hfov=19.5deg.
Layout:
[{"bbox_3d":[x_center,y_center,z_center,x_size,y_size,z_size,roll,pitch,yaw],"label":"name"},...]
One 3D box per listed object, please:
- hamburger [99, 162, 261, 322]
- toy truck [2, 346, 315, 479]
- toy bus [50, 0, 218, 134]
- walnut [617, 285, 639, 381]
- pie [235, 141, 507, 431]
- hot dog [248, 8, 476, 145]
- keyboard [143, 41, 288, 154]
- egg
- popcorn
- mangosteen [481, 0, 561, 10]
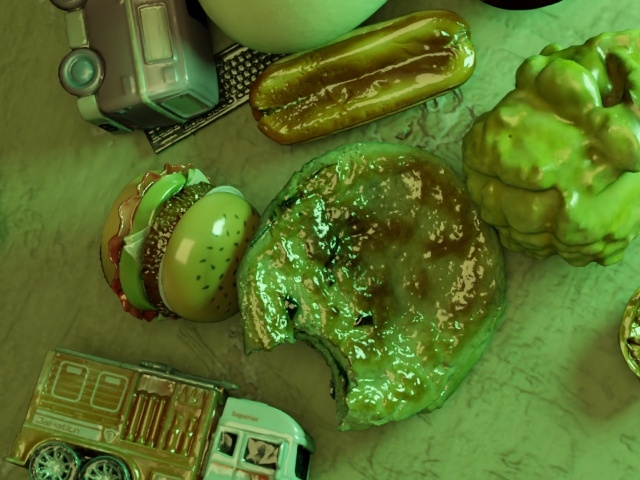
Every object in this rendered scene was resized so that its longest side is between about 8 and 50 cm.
[{"bbox_3d":[-0.131,0.009,1.913,0.137,0.175,0.175,15,89,36],"label":"hamburger"},{"bbox_3d":[-0.155,0.214,1.932,0.305,0.136,0.162,13,80,11],"label":"toy truck"},{"bbox_3d":[-0.194,-0.224,1.954,0.142,0.142,0.202,-12,81,14],"label":"toy bus"},{"bbox_3d":[0.352,0.090,1.908,0.091,0.052,0.121,21,92,7],"label":"walnut"},{"bbox_3d":[0.058,0.044,1.900,0.302,0.067,0.302,1,87,-19],"label":"pie"},{"bbox_3d":[0.043,-0.173,1.958,0.249,0.068,0.100,-18,96,9],"label":"hot dog"},{"bbox_3d":[-0.104,-0.169,2.006,0.202,0.011,0.067,-30,83,5],"label":"keyboard"},{"bbox_3d":[-0.002,-0.299,1.917,0.286,0.174,0.264,-26,40,-13],"label":"egg"},{"bbox_3d":[0.255,-0.084,1.846,0.195,0.256,0.255,54,140,39],"label":"popcorn"},{"bbox_3d":[0.213,-0.322,1.882,0.166,0.180,0.166,-3,55,4],"label":"mangosteen"}]
